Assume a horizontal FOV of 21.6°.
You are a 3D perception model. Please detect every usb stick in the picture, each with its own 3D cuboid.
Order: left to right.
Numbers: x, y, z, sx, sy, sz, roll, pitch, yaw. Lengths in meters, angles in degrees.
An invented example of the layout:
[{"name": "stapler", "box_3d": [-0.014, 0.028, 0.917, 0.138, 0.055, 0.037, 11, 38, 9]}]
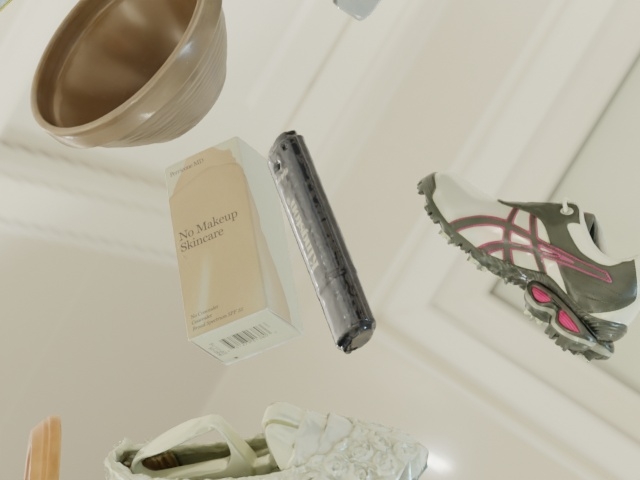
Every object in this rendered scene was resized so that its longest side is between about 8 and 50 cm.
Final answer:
[{"name": "usb stick", "box_3d": [0.000, 0.000, 1.981, 0.045, 0.077, 0.278, -11, -114, -21]}]

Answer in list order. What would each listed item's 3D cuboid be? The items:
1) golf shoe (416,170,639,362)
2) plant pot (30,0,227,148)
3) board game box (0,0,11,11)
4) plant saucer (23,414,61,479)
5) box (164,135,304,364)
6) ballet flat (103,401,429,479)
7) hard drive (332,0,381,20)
[{"name": "golf shoe", "box_3d": [0.212, 0.000, 1.652, 0.273, 0.120, 0.105, 43, -167, 31]}, {"name": "plant pot", "box_3d": [-0.174, -0.176, 1.706, 0.110, 0.237, 0.237, 42, -179, -36]}, {"name": "board game box", "box_3d": [-0.370, -0.269, 1.424, 0.242, 0.316, 0.064, 47, 178, -21]}, {"name": "plant saucer", "box_3d": [-0.360, 0.322, 2.145, 0.037, 0.200, 0.200, 6, -164, -13]}, {"name": "box", "box_3d": [-0.134, 0.014, 2.563, 0.121, 0.148, 0.311, 39, -148, -53]}, {"name": "ballet flat", "box_3d": [-0.081, 0.264, 1.992, 0.147, 0.408, 0.147, -14, -90, -72]}, {"name": "hard drive", "box_3d": [0.106, -0.366, 1.735, 0.047, 0.233, 0.353, 33, -160, -6]}]
